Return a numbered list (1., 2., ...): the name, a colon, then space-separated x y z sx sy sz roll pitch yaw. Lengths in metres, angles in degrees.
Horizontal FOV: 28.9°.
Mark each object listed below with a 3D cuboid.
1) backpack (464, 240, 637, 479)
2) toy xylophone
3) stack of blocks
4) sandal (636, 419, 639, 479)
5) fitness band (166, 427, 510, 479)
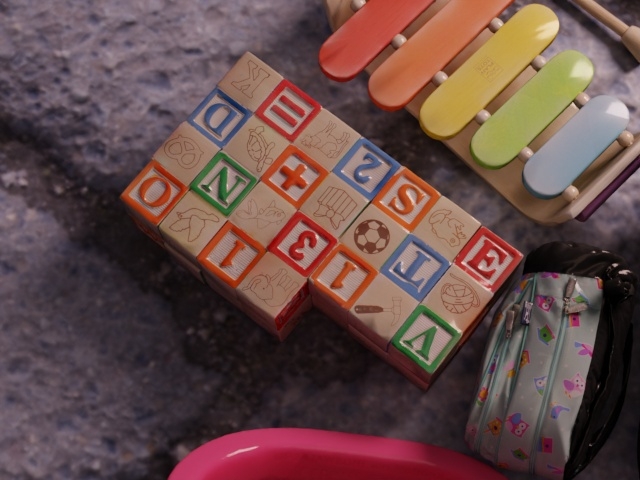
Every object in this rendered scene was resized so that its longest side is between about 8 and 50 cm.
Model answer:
1. backpack: 0.187 0.103 1.007 0.115 0.152 0.182 13 77 22
2. toy xylophone: 0.161 -0.167 1.108 0.322 0.081 0.236 36 77 11
3. stack of blocks: 0.000 0.000 1.058 0.297 0.087 0.171 37 78 11
4. sandal: 0.310 0.132 0.995 0.107 0.167 0.446 -18 70 31
5. fitness band: 0.023 0.219 0.943 0.290 0.209 0.054 8 116 3
